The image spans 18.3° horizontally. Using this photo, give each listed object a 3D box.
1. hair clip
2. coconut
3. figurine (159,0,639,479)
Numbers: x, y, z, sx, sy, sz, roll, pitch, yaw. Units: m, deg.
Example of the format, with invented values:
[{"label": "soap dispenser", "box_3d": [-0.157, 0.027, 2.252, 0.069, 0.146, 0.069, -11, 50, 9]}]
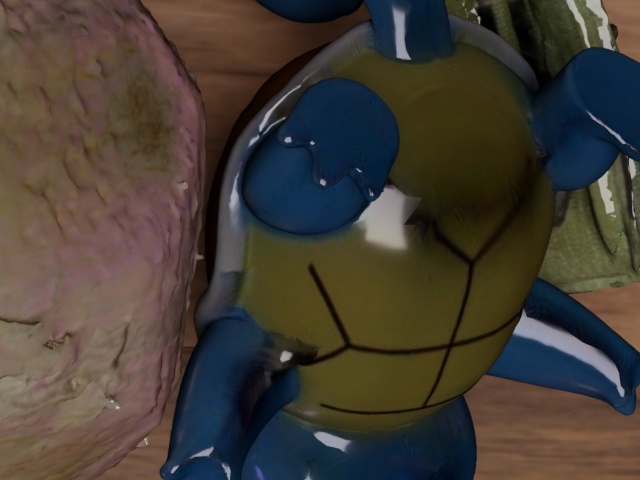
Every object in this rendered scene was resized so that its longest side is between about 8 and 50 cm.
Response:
[{"label": "hair clip", "box_3d": [0.106, -0.126, 1.101, 0.091, 0.138, 0.321, -39, 113, -47]}, {"label": "coconut", "box_3d": [-0.239, -0.018, 0.930, 0.404, 0.404, 0.405, -2, 103, -11]}, {"label": "figurine", "box_3d": [0.025, 0.000, 1.026, 0.298, 0.243, 0.416, -15, 110, -37]}]
